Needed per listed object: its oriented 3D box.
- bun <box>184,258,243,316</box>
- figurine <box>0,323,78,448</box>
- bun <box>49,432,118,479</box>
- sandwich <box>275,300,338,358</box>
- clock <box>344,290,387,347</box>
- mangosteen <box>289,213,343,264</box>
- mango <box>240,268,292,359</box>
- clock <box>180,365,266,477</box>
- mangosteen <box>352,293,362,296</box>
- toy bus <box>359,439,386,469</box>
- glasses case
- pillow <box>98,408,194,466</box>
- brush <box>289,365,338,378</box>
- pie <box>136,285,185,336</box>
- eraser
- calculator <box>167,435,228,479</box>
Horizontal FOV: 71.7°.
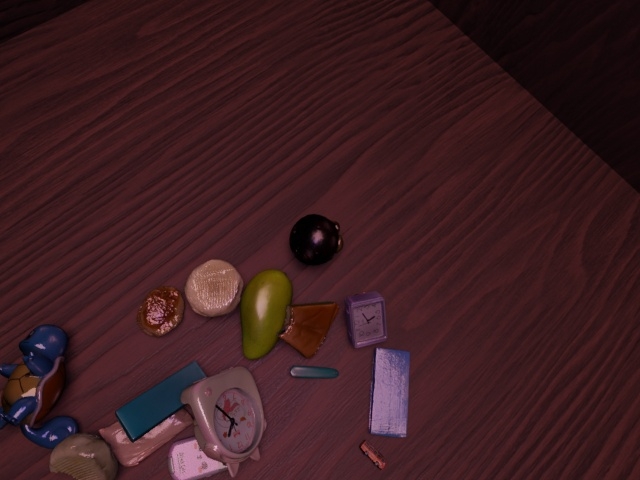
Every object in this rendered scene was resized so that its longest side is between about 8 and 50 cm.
[{"bbox_3d":[-0.397,0.188,1.677,0.220,0.134,0.221,0,75,-1],"label":"bun"},{"bbox_3d":[-0.944,0.488,1.454,0.242,0.297,0.417,-2,72,-42],"label":"figurine"},{"bbox_3d":[-0.756,0.709,1.437,0.203,0.127,0.213,-7,113,10],"label":"bun"},{"bbox_3d":[-0.046,0.292,1.661,0.212,0.063,0.245,47,65,-36],"label":"sandwich"},{"bbox_3d":[0.174,0.301,1.698,0.144,0.073,0.194,-11,108,-13],"label":"clock"},{"bbox_3d":[0.000,0.000,1.776,0.249,0.211,0.212,8,67,-37],"label":"mangosteen"},{"bbox_3d":[-0.213,0.273,1.655,0.192,0.156,0.344,20,74,-24],"label":"mango"},{"bbox_3d":[-0.311,0.608,1.493,0.108,0.265,0.325,-28,76,30],"label":"clock"},{"bbox_3d":[0.158,0.252,1.762,0.080,0.081,0.081,2,70,-7],"label":"mangosteen"},{"bbox_3d":[0.190,0.777,1.607,0.110,0.031,0.043,44,64,8],"label":"toy bus"},{"bbox_3d":[-0.529,0.545,1.514,0.300,0.070,0.117,-28,68,-37],"label":"glasses case"},{"bbox_3d":[-0.595,0.640,1.526,0.270,0.067,0.173,-34,80,-19],"label":"pillow"},{"bbox_3d":[-0.025,0.501,1.678,0.193,0.032,0.043,8,65,-18],"label":"brush"},{"bbox_3d":[-0.593,0.260,1.656,0.163,0.079,0.194,14,67,-8],"label":"pie"},{"bbox_3d":[0.263,0.573,1.682,0.143,0.043,0.312,8,70,-6],"label":"eraser"},{"bbox_3d":[-0.400,0.740,1.530,0.245,0.045,0.141,-10,73,-12],"label":"calculator"}]
